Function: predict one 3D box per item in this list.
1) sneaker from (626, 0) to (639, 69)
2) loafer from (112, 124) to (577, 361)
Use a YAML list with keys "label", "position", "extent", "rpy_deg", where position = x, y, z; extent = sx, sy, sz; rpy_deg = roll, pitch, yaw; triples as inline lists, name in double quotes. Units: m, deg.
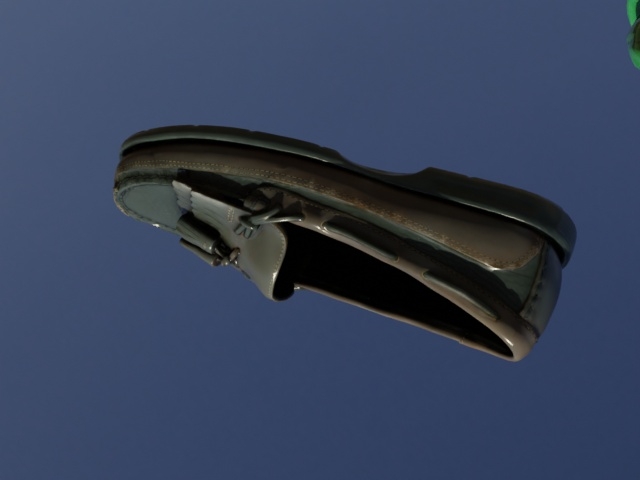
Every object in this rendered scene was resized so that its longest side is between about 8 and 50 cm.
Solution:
- label: "sneaker"
  position: [0.146, -0.067, 0.350]
  extent: [0.123, 0.295, 0.109]
  rpy_deg: [-18, -137, -18]
- label: "loafer"
  position: [0.000, 0.000, 0.774]
  extent: [0.267, 0.096, 0.084]
  rpy_deg: [10, -114, 18]
